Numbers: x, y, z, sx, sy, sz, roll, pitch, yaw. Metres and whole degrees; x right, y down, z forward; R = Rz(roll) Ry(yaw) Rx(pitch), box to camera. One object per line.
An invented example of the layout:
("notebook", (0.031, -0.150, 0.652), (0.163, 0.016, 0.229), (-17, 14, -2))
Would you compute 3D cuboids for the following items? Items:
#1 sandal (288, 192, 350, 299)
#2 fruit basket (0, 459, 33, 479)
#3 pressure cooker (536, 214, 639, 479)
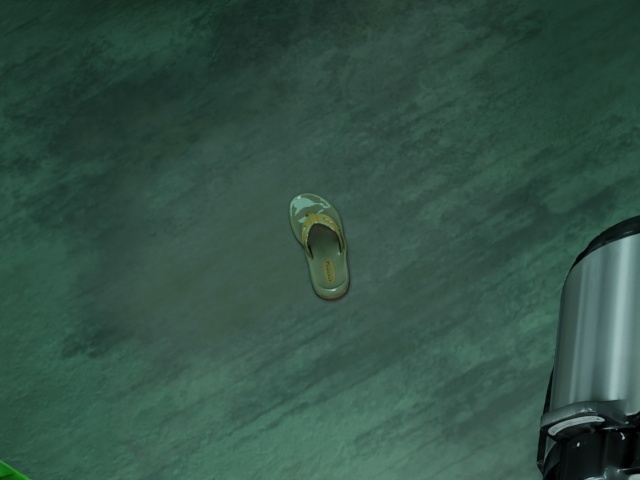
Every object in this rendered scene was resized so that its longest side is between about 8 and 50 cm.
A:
("sandal", (0.000, 0.000, 2.151), (0.072, 0.049, 0.180), (-16, 56, 1))
("fruit basket", (-0.340, 0.431, 1.799), (0.392, 0.283, 0.392), (-13, 57, 21))
("pressure cooker", (0.435, 0.215, 1.728), (0.370, 0.375, 0.420), (4, 58, 11))
